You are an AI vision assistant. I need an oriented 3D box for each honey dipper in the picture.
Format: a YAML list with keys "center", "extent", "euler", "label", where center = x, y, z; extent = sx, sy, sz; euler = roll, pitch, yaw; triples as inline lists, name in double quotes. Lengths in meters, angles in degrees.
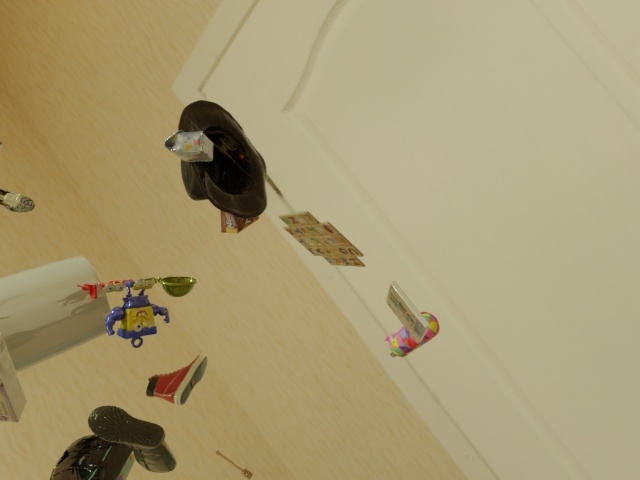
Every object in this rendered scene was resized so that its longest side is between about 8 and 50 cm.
- center: [-0.322, 0.830, 1.825]
  extent: [0.030, 0.161, 0.030]
  euler: [-57, -5, -7]
  label: "honey dipper"

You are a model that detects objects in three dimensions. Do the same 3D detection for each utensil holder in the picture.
- center: [-0.956, 0.249, 1.666]
  extent: [0.386, 0.327, 0.327]
  euler: [-23, -12, -37]
  label: "utensil holder"

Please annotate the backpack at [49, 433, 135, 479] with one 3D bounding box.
- center: [-0.595, 0.595, 1.284]
  extent: [0.189, 0.144, 0.165]
  euler: [-12, 35, 19]
  label: "backpack"

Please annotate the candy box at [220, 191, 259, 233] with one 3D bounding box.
- center: [-0.221, -0.092, 1.362]
  extent: [0.053, 0.109, 0.186]
  euler: [4, 15, 11]
  label: "candy box"

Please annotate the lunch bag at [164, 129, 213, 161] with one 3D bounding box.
- center: [-0.272, -0.194, 1.015]
  extent: [0.084, 0.053, 0.071]
  euler: [-3, -8, 7]
  label: "lunch bag"

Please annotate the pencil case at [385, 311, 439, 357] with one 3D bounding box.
- center: [0.319, 0.333, 1.724]
  extent: [0.104, 0.104, 0.236]
  euler: [-35, -13, -36]
  label: "pencil case"

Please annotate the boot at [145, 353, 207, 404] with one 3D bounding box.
- center: [-0.557, 0.514, 1.898]
  extent: [0.244, 0.177, 0.088]
  euler: [-58, -27, -57]
  label: "boot"

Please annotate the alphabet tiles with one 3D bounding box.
- center: [0.000, 0.000, 1.713]
  extent: [0.011, 0.285, 0.343]
  euler: [-54, 22, -19]
  label: "alphabet tiles"

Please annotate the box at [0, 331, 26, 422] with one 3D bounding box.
- center: [-0.793, 0.341, 1.209]
  extent: [0.067, 0.063, 0.323]
  euler: [-94, 15, -46]
  label: "box"

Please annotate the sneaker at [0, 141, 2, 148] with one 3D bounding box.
- center: [-0.931, -0.216, 1.293]
  extent: [0.237, 0.085, 0.086]
  euler: [-82, 8, -62]
  label: "sneaker"

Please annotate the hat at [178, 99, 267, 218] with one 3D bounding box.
- center: [-0.272, -0.181, 1.232]
  extent: [0.134, 0.331, 0.331]
  euler: [-25, 1, 25]
  label: "hat"

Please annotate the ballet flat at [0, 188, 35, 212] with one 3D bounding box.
- center: [-0.664, -0.087, 1.044]
  extent: [0.041, 0.115, 0.041]
  euler: [15, -90, -77]
  label: "ballet flat"

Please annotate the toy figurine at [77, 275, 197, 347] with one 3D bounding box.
- center: [-0.584, 0.234, 1.597]
  extent: [0.191, 0.217, 0.363]
  euler: [-4, -2, 40]
  label: "toy figurine"

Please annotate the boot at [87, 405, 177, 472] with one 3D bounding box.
- center: [-0.430, 0.467, 1.145]
  extent: [0.208, 0.190, 0.076]
  euler: [103, -170, -56]
  label: "boot"

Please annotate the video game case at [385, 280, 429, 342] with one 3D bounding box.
- center: [0.243, 0.204, 1.395]
  extent: [0.019, 0.157, 0.143]
  euler: [-30, -25, -14]
  label: "video game case"
